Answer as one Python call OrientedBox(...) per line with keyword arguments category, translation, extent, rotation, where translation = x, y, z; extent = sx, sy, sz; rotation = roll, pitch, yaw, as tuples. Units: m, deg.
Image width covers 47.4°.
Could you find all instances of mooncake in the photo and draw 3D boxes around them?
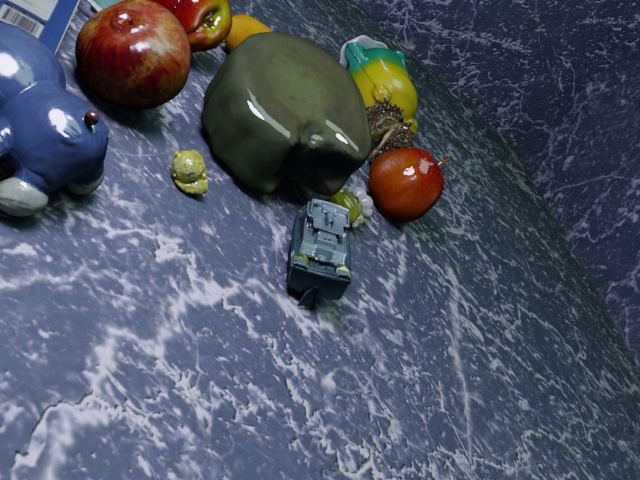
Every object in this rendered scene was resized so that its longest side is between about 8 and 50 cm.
OrientedBox(category="mooncake", translation=(-0.070, -0.248, 1.470), extent=(0.351, 0.187, 0.351), rotation=(19, 51, -25))

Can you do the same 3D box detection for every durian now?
OrientedBox(category="durian", translation=(0.186, -0.300, 2.037), extent=(0.196, 0.167, 0.196), rotation=(8, 73, -28))

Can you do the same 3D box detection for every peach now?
OrientedBox(category="peach", translation=(-0.294, -0.496, 1.561), extent=(0.197, 0.197, 0.197), rotation=(37, 26, -22))

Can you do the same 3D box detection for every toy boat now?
OrientedBox(category="toy boat", translation=(0.001, -0.002, 1.361), extent=(0.114, 0.122, 0.296), rotation=(17, 28, -8))

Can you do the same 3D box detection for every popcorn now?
OrientedBox(category="popcorn", translation=(-0.223, -0.116, 1.245), extent=(0.068, 0.059, 0.083), rotation=(-156, -135, -82))

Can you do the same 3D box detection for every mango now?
OrientedBox(category="mango", translation=(-0.122, -0.410, 1.745), extent=(0.187, 0.144, 0.359), rotation=(22, 32, -47))

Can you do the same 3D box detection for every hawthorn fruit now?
OrientedBox(category="hawthorn fruit", translation=(0.235, -0.154, 1.845), extent=(0.196, 0.225, 0.197), rotation=(45, 28, -33))

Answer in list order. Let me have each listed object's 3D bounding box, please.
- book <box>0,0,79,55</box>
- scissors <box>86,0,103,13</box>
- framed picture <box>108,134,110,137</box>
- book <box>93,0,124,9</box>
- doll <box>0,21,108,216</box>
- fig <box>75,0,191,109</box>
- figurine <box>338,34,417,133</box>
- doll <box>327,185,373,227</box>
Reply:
OrientedBox(category="book", translation=(-0.547, -0.457, 1.206), extent=(0.300, 0.039, 0.428), rotation=(25, 32, -23))
OrientedBox(category="scissors", translation=(-0.390, -0.403, 1.417), extent=(0.212, 0.021, 0.110), rotation=(44, 31, -22))
OrientedBox(category="framed picture", translation=(-0.380, -0.184, 1.149), extent=(0.089, 0.006, 0.066), rotation=(42, 25, -10))
OrientedBox(category="book", translation=(-0.418, -0.459, 1.483), extent=(0.103, 0.017, 0.135), rotation=(19, 40, -46))
OrientedBox(category="doll", translation=(-0.399, -0.172, 0.959), extent=(0.258, 0.154, 0.228), rotation=(42, 28, 5))
OrientedBox(category="fig", translation=(-0.318, -0.309, 1.252), extent=(0.205, 0.205, 0.205), rotation=(37, 26, -22))
OrientedBox(category="figurine", translation=(0.182, -0.471, 2.228), extent=(0.323, 0.231, 0.340), rotation=(41, 18, -42))
OrientedBox(category="doll", translation=(0.068, -0.081, 1.656), extent=(0.106, 0.062, 0.162), rotation=(55, 24, 5))
